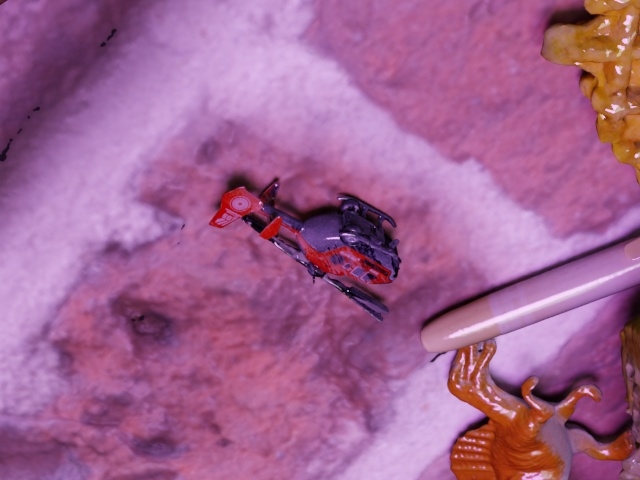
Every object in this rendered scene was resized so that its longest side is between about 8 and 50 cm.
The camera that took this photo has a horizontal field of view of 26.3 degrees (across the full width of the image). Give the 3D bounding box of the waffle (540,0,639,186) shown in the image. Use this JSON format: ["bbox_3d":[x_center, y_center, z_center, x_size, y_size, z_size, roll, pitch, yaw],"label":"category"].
[{"bbox_3d":[0.263,-0.125,0.810,0.238,0.058,0.243,-42,119,19],"label":"waffle"}]

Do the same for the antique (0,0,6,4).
[{"bbox_3d":[-0.257,-0.134,0.735,0.310,0.087,0.093,-30,118,13],"label":"antique"}]

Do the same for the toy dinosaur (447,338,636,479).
[{"bbox_3d":[0.148,0.169,0.986,0.142,0.057,0.212,11,120,1],"label":"toy dinosaur"}]

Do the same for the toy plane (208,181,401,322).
[{"bbox_3d":[0.000,0.000,0.875,0.145,0.037,0.060,27,126,-25],"label":"toy plane"}]

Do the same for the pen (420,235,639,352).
[{"bbox_3d":[0.175,0.026,0.907,0.233,0.032,0.040,-22,154,7],"label":"pen"}]

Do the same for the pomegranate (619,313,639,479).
[{"bbox_3d":[0.319,0.182,0.834,0.216,0.358,0.309,-10,120,-4],"label":"pomegranate"}]
